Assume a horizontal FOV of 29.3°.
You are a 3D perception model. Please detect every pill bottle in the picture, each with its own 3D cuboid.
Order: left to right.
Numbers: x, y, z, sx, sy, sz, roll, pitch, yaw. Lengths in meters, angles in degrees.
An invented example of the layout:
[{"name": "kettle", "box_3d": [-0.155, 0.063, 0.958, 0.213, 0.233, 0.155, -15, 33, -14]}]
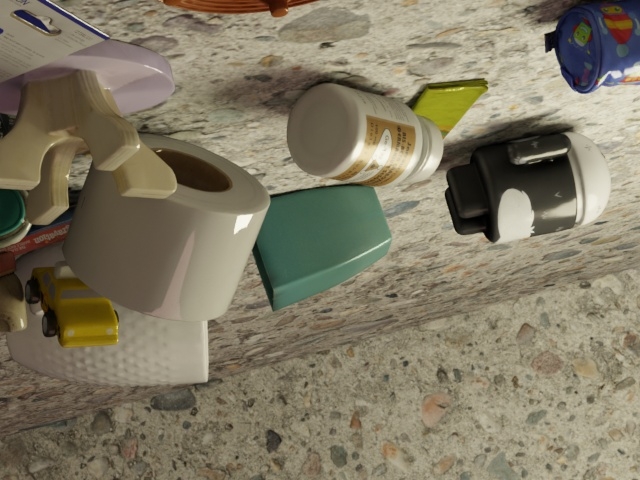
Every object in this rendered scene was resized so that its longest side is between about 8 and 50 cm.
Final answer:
[{"name": "pill bottle", "box_3d": [0.071, -0.144, 1.757, 0.131, 0.131, 0.229, -24, 161, 36]}]

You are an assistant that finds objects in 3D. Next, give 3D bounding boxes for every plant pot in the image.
[{"name": "plant pot", "box_3d": [0.000, 0.000, 2.180, 0.234, 0.165, 0.165, -17, 166, -7]}]

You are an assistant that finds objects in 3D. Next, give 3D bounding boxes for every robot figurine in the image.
[{"name": "robot figurine", "box_3d": [0.357, -0.093, 2.104, 0.278, 0.173, 0.209, -11, -172, -3]}]

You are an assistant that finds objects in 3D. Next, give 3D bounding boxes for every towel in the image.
[{"name": "towel", "box_3d": [0.174, -0.187, 1.894, 0.102, 0.021, 0.237, -8, 164, -17]}]

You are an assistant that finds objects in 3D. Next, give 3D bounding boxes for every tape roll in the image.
[{"name": "tape roll", "box_3d": [-0.209, -0.023, 1.674, 0.246, 0.246, 0.169, 3, 118, -44]}]

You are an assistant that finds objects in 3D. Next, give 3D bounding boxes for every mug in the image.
[{"name": "mug", "box_3d": [-0.358, 0.106, 2.043, 0.328, 0.276, 0.374, -2, 170, -4]}]

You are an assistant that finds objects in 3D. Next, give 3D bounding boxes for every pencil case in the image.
[{"name": "pencil case", "box_3d": [0.463, -0.262, 1.657, 0.306, 0.119, 0.133, -7, 140, -19]}]

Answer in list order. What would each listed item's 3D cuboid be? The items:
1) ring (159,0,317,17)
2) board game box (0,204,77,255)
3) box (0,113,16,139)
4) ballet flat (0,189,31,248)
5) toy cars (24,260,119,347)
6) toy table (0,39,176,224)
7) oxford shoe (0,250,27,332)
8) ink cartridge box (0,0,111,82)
[{"name": "ring", "box_3d": [-0.041, -0.309, 1.264, 0.337, 0.032, 0.336, -12, 164, -3]}, {"name": "board game box", "box_3d": [-0.449, -0.010, 1.911, 0.281, 0.027, 0.145, -17, -167, 16]}, {"name": "box", "box_3d": [-0.469, -0.115, 1.541, 0.147, 0.077, 0.180, -24, 161, 35]}, {"name": "ballet flat", "box_3d": [-0.612, 0.004, 1.786, 0.400, 0.139, 0.139, -13, 165, -9]}, {"name": "toy cars", "box_3d": [-0.312, 0.034, 1.785, 0.176, 0.087, 0.393, 17, -157, 9]}, {"name": "toy table", "box_3d": [-0.291, -0.134, 1.459, 0.274, 0.161, 0.252, -3, 162, -27]}, {"name": "oxford shoe", "box_3d": [-0.560, 0.118, 1.805, 0.348, 0.130, 0.123, -18, -177, 42]}, {"name": "ink cartridge box", "box_3d": [-0.425, -0.201, 1.288, 0.371, 0.069, 0.176, -15, 164, 20]}]
